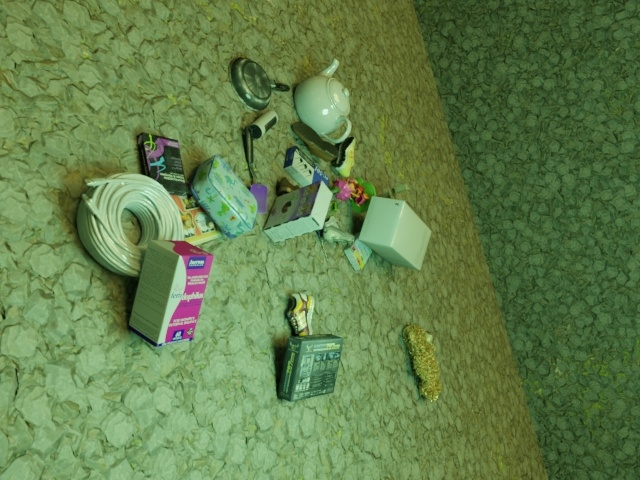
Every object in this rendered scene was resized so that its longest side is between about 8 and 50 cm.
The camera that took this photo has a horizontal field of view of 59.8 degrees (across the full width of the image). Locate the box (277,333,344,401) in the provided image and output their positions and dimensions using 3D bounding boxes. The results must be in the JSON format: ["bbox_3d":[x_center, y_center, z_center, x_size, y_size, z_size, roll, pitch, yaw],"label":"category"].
[{"bbox_3d":[-0.026,0.387,1.716,0.232,0.059,0.184,9,93,-55],"label":"box"}]

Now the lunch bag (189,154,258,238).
[{"bbox_3d":[-0.273,-0.127,1.599,0.219,0.090,0.176,51,23,-31],"label":"lunch bag"}]

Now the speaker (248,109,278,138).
[{"bbox_3d":[-0.195,-0.396,1.895,0.055,0.055,0.136,59,35,-20],"label":"speaker"}]

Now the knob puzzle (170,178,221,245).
[{"bbox_3d":[-0.355,-0.086,1.533,0.213,0.030,0.213,29,52,-46],"label":"knob puzzle"}]

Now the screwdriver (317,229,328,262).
[{"bbox_3d":[0.000,0.000,2.041,0.024,0.025,0.170,-27,107,-58],"label":"screwdriver"}]

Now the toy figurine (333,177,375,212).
[{"bbox_3d":[0.114,-0.208,2.235,0.159,0.130,0.173,18,38,-41],"label":"toy figurine"}]

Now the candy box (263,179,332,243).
[{"bbox_3d":[-0.073,-0.092,1.802,0.070,0.196,0.165,50,39,-32],"label":"candy box"}]

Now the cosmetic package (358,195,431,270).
[{"bbox_3d":[0.317,-0.023,2.289,0.365,0.155,0.197,35,71,-56],"label":"cosmetic package"}]

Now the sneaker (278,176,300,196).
[{"bbox_3d":[-0.073,-0.157,1.953,0.188,0.066,0.071,36,46,-43],"label":"sneaker"}]

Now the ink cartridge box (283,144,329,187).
[{"bbox_3d":[-0.049,-0.247,2.051,0.207,0.046,0.097,40,46,-40],"label":"ink cartridge box"}]

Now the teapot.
[{"bbox_3d":[0.032,-0.538,2.179,0.256,0.187,0.253,57,36,-24],"label":"teapot"}]

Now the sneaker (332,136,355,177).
[{"bbox_3d":[0.106,-0.345,2.310,0.094,0.081,0.209,54,43,-38],"label":"sneaker"}]

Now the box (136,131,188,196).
[{"bbox_3d":[-0.417,-0.200,1.476,0.116,0.029,0.162,3,68,-51],"label":"box"}]

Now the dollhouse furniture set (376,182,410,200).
[{"bbox_3d":[0.282,-0.163,2.378,0.161,0.181,0.101,-21,93,-58],"label":"dollhouse furniture set"}]

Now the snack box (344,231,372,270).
[{"bbox_3d":[0.151,0.042,2.219,0.100,0.037,0.141,63,33,-18],"label":"snack box"}]

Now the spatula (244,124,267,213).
[{"bbox_3d":[-0.218,-0.233,1.806,0.084,0.030,0.297,2,74,-54],"label":"spatula"}]

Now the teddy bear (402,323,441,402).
[{"bbox_3d":[0.456,0.519,2.384,0.245,0.113,0.338,10,67,-57],"label":"teddy bear"}]

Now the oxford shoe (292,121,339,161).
[{"bbox_3d":[-0.033,-0.367,2.118,0.212,0.076,0.076,37,46,-20],"label":"oxford shoe"}]

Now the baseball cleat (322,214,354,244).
[{"bbox_3d":[0.068,-0.040,2.091,0.206,0.072,0.110,12,62,-65],"label":"baseball cleat"}]

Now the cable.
[{"bbox_3d":[-0.445,-0.035,1.322,0.257,0.089,0.257,-28,100,-57],"label":"cable"}]

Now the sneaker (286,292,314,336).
[{"bbox_3d":[-0.072,0.260,1.770,0.083,0.069,0.186,13,70,-24],"label":"sneaker"}]

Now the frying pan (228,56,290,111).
[{"bbox_3d":[-0.195,-0.532,1.972,0.326,0.053,0.197,17,63,-49],"label":"frying pan"}]

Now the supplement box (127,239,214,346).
[{"bbox_3d":[-0.345,0.118,1.283,0.111,0.113,0.220,0,108,-56],"label":"supplement box"}]

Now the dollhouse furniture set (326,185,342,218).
[{"bbox_3d":[0.050,-0.126,2.129,0.076,0.058,0.152,28,53,-47],"label":"dollhouse furniture set"}]
